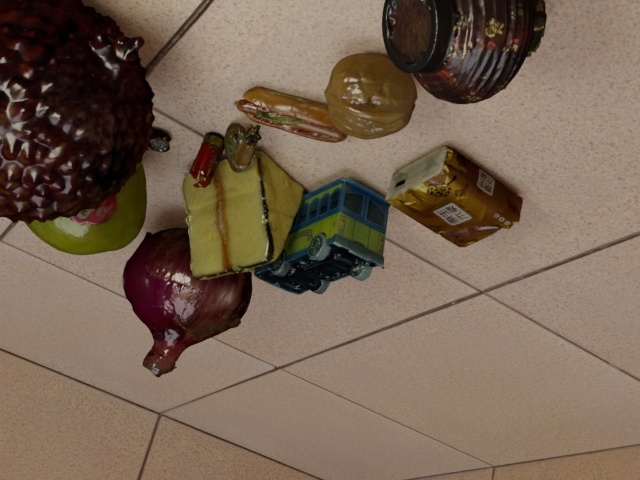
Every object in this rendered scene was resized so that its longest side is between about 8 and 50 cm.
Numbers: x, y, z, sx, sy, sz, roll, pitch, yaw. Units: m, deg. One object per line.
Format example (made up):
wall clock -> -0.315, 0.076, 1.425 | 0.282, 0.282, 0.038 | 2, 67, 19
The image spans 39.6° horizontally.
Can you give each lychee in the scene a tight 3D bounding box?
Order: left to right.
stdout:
lychee -> -0.490, -0.245, 1.573 | 0.500, 0.424, 0.424 | -22, 137, 23

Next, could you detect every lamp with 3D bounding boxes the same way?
lamp -> 0.217, -0.323, 1.316 | 0.247, 0.247, 0.247 | 11, 151, 6

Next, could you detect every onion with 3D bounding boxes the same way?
onion -> -0.355, 0.160, 2.252 | 0.348, 0.385, 0.348 | 18, 165, 5

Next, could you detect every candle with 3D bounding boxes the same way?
candle -> -0.242, -0.165, 1.882 | 0.052, 0.130, 0.052 | 13, 151, 7

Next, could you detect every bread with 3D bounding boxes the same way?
bread -> -0.198, -0.047, 1.959 | 0.263, 0.236, 0.198 | -16, 139, 41

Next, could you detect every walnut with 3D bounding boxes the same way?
walnut -> 0.089, -0.252, 1.572 | 0.167, 0.149, 0.166 | -1, 126, -1

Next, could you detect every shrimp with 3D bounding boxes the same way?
shrimp -> -0.161, -0.203, 1.828 | 0.041, 0.099, 0.180 | -11, 168, -25

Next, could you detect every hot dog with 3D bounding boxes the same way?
hot dog -> -0.056, -0.242, 1.736 | 0.236, 0.062, 0.092 | 13, 154, 4

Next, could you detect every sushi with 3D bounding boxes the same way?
sushi -> -0.366, -0.226, 1.940 | 0.083, 0.044, 0.046 | 10, 129, 4

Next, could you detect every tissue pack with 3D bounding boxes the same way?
tissue pack -> 0.277, -0.087, 1.830 | 0.226, 0.092, 0.183 | 32, 147, -25

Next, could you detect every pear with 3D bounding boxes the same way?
pear -> -0.547, -0.133, 1.927 | 0.375, 0.287, 0.287 | 34, 146, -17

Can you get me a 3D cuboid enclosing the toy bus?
toy bus -> 0.000, 0.000, 1.997 | 0.152, 0.190, 0.312 | 25, 150, -32
